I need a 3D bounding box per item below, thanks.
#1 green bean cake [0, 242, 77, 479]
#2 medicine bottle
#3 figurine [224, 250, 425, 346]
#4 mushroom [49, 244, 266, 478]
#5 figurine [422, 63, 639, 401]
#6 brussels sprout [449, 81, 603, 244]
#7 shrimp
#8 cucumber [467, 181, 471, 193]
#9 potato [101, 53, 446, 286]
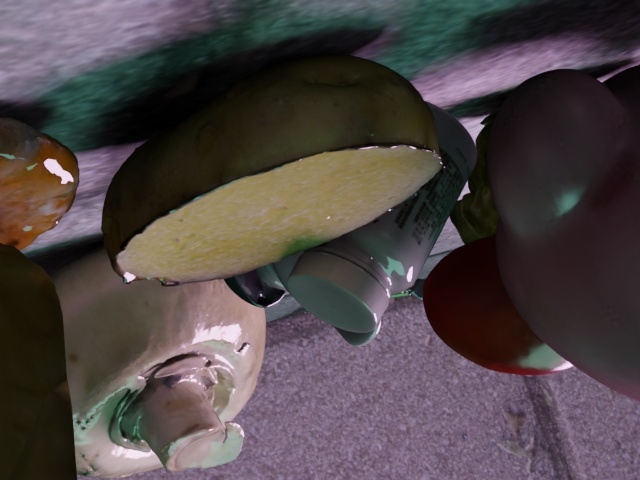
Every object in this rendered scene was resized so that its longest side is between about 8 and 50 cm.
[{"bbox_3d":[-0.216,0.097,0.538,0.233,0.236,0.124,14,144,-40],"label":"green bean cake"},{"bbox_3d":[0.037,-0.016,0.795,0.140,0.079,0.079,-61,-165,-25],"label":"medicine bottle"},{"bbox_3d":[0.000,0.000,0.921,0.126,0.147,0.192,-32,-159,-27],"label":"figurine"},{"bbox_3d":[-0.147,0.112,1.083,0.246,0.202,0.246,-25,139,-24],"label":"mushroom"},{"bbox_3d":[0.224,0.000,0.764,0.269,0.211,0.261,-30,158,-13],"label":"figurine"},{"bbox_3d":[0.192,-0.050,0.961,0.181,0.139,0.100,-19,-178,-13],"label":"brussels sprout"},{"bbox_3d":[-0.202,-0.022,0.627,0.132,0.052,0.187,15,149,-38],"label":"shrimp"},{"bbox_3d":[0.210,-0.081,1.113,0.056,0.056,0.284,-13,172,-31],"label":"cucumber"},{"bbox_3d":[-0.033,-0.044,0.686,0.200,0.081,0.164,-24,162,35],"label":"potato"}]
